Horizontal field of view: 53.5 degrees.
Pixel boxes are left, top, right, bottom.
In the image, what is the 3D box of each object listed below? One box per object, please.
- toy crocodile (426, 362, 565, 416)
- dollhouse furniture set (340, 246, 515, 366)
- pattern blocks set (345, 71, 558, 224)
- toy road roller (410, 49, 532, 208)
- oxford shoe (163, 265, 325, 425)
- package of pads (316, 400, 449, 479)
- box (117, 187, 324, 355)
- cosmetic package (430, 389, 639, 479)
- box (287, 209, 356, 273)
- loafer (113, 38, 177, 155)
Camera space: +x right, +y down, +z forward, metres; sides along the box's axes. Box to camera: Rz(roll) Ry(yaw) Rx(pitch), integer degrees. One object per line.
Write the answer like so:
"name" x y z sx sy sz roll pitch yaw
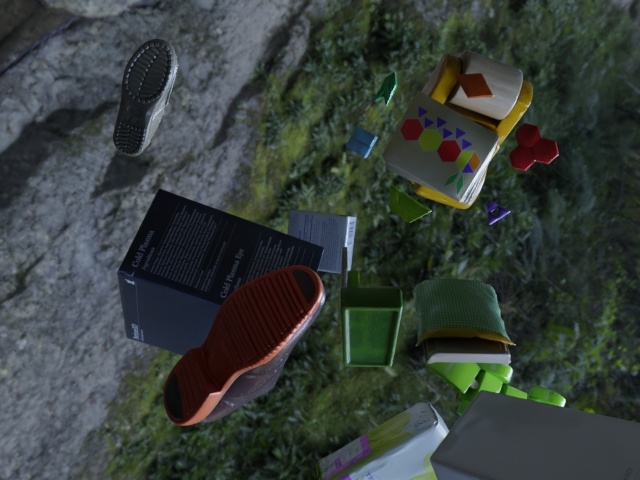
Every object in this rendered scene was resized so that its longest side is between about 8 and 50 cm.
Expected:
"toy crocodile" 0.340 0.302 1.164 0.115 0.340 0.105 -64 -161 -17
"dollhouse furniture set" 0.184 0.100 1.109 0.198 0.301 0.151 -88 178 -51
"pattern blocks set" 0.218 -0.163 1.140 0.285 0.325 0.026 -52 168 17
"toy road roller" 0.311 -0.225 1.412 0.329 0.202 0.241 117 -13 -49
"oxford shoe" -0.079 0.127 0.770 0.271 0.097 0.098 -43 145 25
"package of pads" 0.163 0.505 1.367 0.296 0.229 0.101 -31 -161 4
"box" -0.194 0.104 1.204 0.343 0.312 0.179 117 -9 -60
"cosmetic package" 0.391 0.364 0.807 0.453 0.230 0.161 2 -147 46
"box" 0.000 0.000 1.395 0.072 0.137 0.126 -12 109 -72
"loafer" -0.215 -0.177 0.780 0.148 0.056 0.050 -62 -172 19
